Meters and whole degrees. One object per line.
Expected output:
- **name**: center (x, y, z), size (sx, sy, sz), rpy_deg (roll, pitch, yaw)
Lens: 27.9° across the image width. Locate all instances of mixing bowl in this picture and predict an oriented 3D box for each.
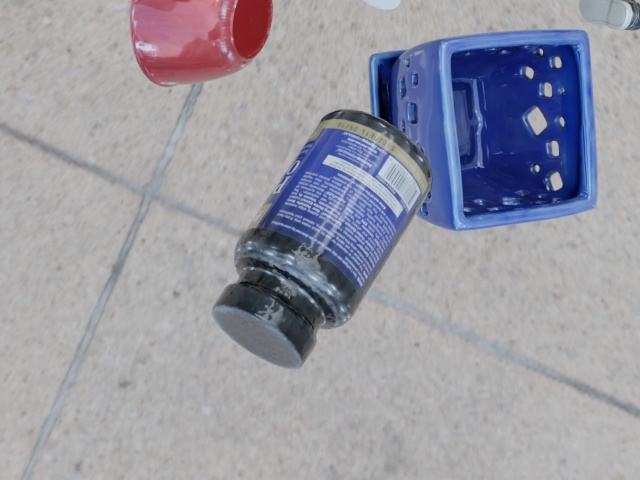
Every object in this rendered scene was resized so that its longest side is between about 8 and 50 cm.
- **mixing bowl**: center (-0.115, -0.245, 1.391), size (0.098, 0.181, 0.181), rpy_deg (16, 113, 24)

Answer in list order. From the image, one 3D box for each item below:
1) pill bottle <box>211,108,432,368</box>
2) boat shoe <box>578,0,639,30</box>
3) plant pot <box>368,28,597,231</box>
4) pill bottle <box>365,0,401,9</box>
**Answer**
- **pill bottle**: center (0.000, 0.000, 1.148), size (0.123, 0.123, 0.219), rpy_deg (38, 66, -11)
- **boat shoe**: center (0.352, -0.279, 1.551), size (0.038, 0.125, 0.046), rpy_deg (5, 107, -20)
- **plant pot**: center (0.193, -0.144, 1.643), size (0.236, 0.212, 0.235), rpy_deg (-10, 100, -31)
- **pill bottle**: center (0.094, -0.342, 1.512), size (0.078, 0.078, 0.137), rpy_deg (33, 68, -9)
